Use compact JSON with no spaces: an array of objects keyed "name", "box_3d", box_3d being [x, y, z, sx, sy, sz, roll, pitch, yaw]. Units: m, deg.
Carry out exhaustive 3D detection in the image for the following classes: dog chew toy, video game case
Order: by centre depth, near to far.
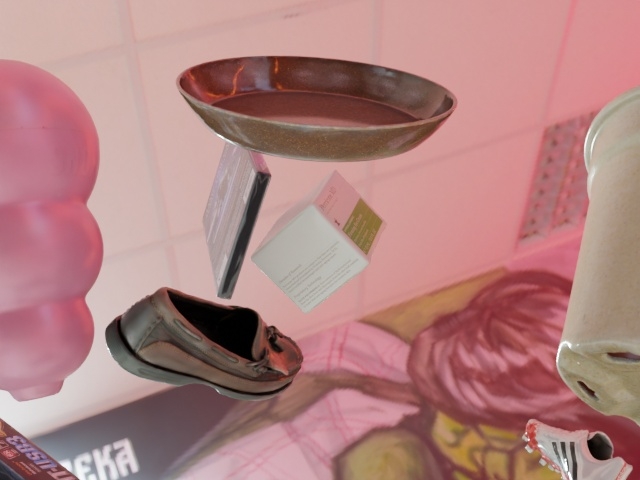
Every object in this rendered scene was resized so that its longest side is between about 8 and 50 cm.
[{"name":"dog chew toy","box_3d":[-0.312,-0.006,0.863,0.207,0.331,0.206,-12,-4,-1]},{"name":"video game case","box_3d":[-0.133,-0.060,1.297,0.026,0.274,0.196,13,-69,-17]}]

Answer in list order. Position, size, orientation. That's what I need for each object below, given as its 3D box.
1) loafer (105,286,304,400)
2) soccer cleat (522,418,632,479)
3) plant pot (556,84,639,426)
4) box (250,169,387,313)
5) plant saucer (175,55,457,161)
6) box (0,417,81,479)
[{"name":"loafer","box_3d":[-0.095,0.105,0.893,0.084,0.096,0.267,-46,-33,20]},{"name":"soccer cleat","box_3d":[0.136,0.112,0.456,0.029,0.083,0.035,36,-84,-14]},{"name":"plant pot","box_3d":[0.410,0.043,0.941,0.305,0.334,0.334,-61,-32,-24]},{"name":"box","box_3d":[0.000,0.000,0.907,0.087,0.101,0.102,45,-61,-8]},{"name":"plant saucer","box_3d":[-0.003,-0.081,0.522,0.168,0.168,0.029,-8,-64,-27]},{"name":"box","box_3d":[-0.410,0.420,1.149,0.073,0.296,0.293,-13,-56,-56]}]
